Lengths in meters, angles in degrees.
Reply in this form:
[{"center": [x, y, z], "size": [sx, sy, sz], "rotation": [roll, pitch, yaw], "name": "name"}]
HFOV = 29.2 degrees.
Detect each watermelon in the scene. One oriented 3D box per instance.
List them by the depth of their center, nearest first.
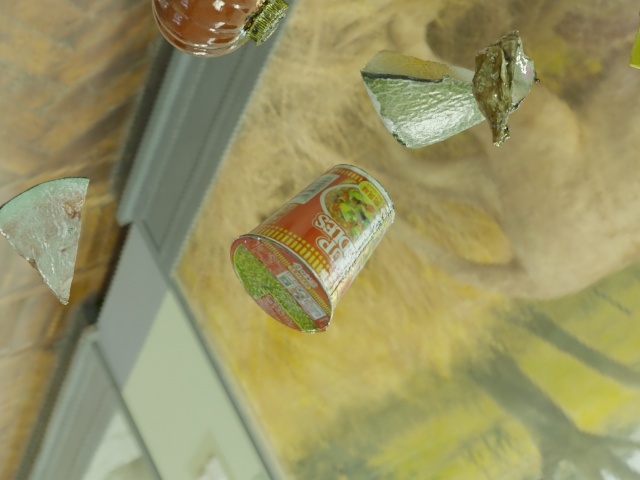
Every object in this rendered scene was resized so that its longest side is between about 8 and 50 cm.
[{"center": [-0.454, 0.005, 1.969], "size": [0.136, 0.202, 0.207], "rotation": [9, 149, -6], "name": "watermelon"}]

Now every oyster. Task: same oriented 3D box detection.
[{"center": [0.110, -0.096, 0.747], "size": [0.034, 0.051, 0.093], "rotation": [-5, -155, 22], "name": "oyster"}]

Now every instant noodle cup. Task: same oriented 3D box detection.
[{"center": [0.000, 0.000, 1.827], "size": [0.212, 0.193, 0.193], "rotation": [-48, 173, -32], "name": "instant noodle cup"}]

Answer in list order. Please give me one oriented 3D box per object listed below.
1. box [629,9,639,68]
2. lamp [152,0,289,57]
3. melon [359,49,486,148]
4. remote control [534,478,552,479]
[{"center": [0.346, -0.136, 0.775], "size": [0.265, 0.168, 0.097], "rotation": [-4, 114, -34], "name": "box"}, {"center": [-0.140, -0.362, 1.730], "size": [0.223, 0.196, 0.223], "rotation": [-51, 178, -2], "name": "lamp"}, {"center": [0.138, -0.175, 1.556], "size": [0.202, 0.093, 0.139], "rotation": [9, 130, -8], "name": "melon"}, {"center": [0.291, 0.314, 1.188], "size": [0.090, 0.230, 0.049], "rotation": [-61, 175, -3], "name": "remote control"}]
